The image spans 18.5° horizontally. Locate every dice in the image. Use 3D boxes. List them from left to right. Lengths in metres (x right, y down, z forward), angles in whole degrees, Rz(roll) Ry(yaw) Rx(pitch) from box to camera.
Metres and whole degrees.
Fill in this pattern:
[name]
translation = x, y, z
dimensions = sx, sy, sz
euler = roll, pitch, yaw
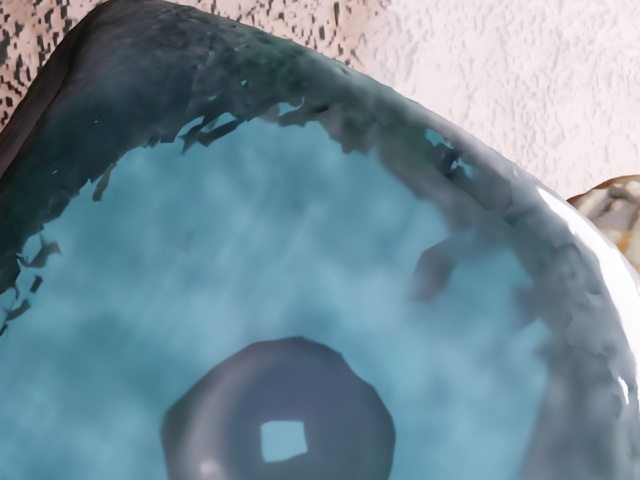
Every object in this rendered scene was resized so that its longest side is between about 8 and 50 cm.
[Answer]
[dice]
translation = -0.054, 0.103, 0.965
dimensions = 0.328, 0.348, 0.330
euler = 31, 77, -13

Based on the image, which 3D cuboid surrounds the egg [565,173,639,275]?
[egg]
translation = 0.185, 0.070, 1.170
dimensions = 0.195, 0.195, 0.233
euler = 30, 89, -22
